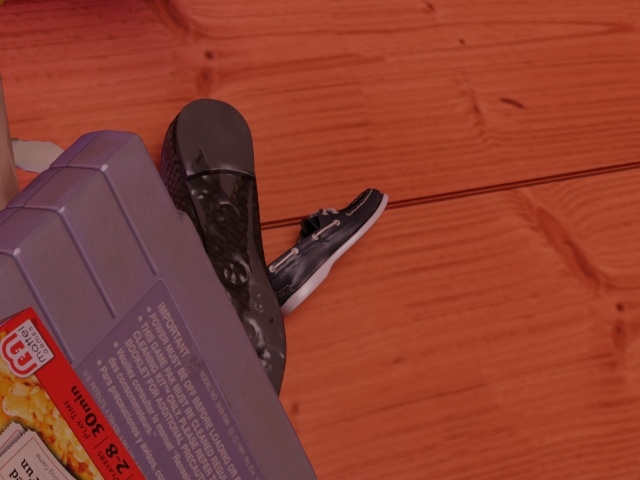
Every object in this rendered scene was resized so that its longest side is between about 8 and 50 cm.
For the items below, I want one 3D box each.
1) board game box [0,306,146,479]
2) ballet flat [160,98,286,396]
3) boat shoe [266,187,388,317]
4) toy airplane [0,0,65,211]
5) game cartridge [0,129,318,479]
[{"bbox_3d":[-0.164,0.143,0.836,0.193,0.045,0.147,-41,102,-40],"label":"board game box"},{"bbox_3d":[-0.073,0.027,1.227,0.084,0.058,0.250,4,65,-21],"label":"ballet flat"},{"bbox_3d":[0.000,0.000,1.281,0.038,0.046,0.125,44,60,-3],"label":"boat shoe"},{"bbox_3d":[-0.241,-0.234,1.156,0.384,0.272,0.386,57,31,-27],"label":"toy airplane"},{"bbox_3d":[-0.103,0.145,1.018,0.230,0.068,0.355,-51,128,-42],"label":"game cartridge"}]
